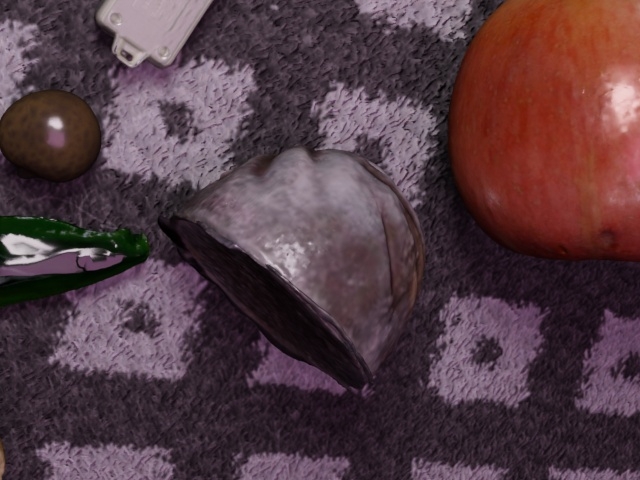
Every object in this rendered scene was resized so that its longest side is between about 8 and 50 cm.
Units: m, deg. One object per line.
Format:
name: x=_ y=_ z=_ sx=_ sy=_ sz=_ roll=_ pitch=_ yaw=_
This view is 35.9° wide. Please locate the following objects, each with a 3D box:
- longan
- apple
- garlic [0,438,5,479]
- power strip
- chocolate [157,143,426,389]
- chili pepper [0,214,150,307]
longan: x=-0.295 y=-0.111 z=1.074 sx=0.113 sy=0.092 sz=0.113 roll=-9 pitch=122 yaw=-15
apple: x=0.331 y=-0.137 z=1.144 sx=0.363 sy=0.364 sz=0.364 roll=-5 pitch=108 yaw=-17
garlic: x=-0.473 y=0.234 z=1.081 sx=0.244 sy=0.164 sz=0.145 roll=-9 pitch=126 yaw=-11
power strip: x=-0.127 y=-0.338 z=1.081 sx=0.098 sy=0.058 sz=0.338 roll=33 pitch=94 yaw=-23
chocolate: x=0.000 y=0.000 z=1.116 sx=0.213 sy=0.303 sz=0.303 roll=-49 pitch=116 yaw=-17
chili pepper: x=-0.304 y=0.017 z=1.128 sx=0.216 sy=0.062 sz=0.108 roll=-10 pitch=109 yaw=-18
